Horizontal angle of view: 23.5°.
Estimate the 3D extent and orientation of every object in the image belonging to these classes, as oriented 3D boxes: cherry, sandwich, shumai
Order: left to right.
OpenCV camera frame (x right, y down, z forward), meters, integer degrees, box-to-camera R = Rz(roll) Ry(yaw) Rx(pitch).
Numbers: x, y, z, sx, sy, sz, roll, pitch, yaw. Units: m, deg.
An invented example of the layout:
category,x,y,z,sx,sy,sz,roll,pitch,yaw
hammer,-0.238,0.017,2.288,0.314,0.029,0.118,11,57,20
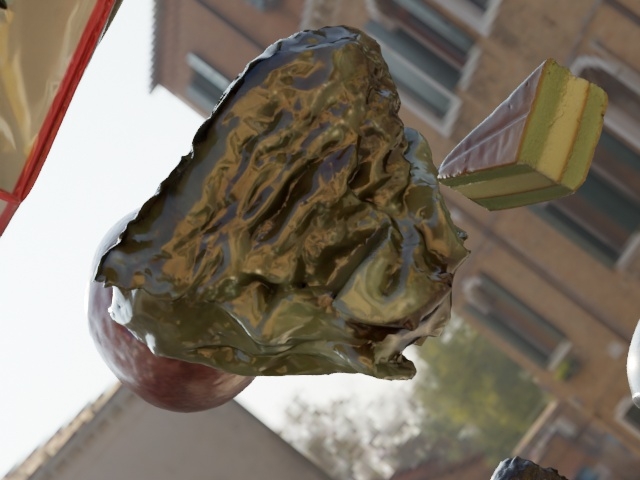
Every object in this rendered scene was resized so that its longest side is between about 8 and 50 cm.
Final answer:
category,x,y,z,sx,sy,sz,roll,pitch,yaw
cherry,-0.152,0.069,1.708,0.213,0.236,0.285,-39,0,-26
shumai,-0.002,-0.001,1.020,0.256,0.218,0.189,-54,-13,9
sandwich,0.252,-0.129,1.955,0.187,0.117,0.144,-11,57,56

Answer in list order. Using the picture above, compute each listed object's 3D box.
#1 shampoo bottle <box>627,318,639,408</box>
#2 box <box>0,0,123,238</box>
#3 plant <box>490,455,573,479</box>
category,x,y,z,sx,sy,sz,roll,pitch,yaw
shampoo bottle,0.603,0.158,2.261,0.273,0.273,0.266,62,-127,-78
box,-0.314,-0.167,1.086,0.312,0.314,0.300,-38,30,64
plant,0.250,0.382,1.944,0.203,0.131,0.142,-59,-10,-28
